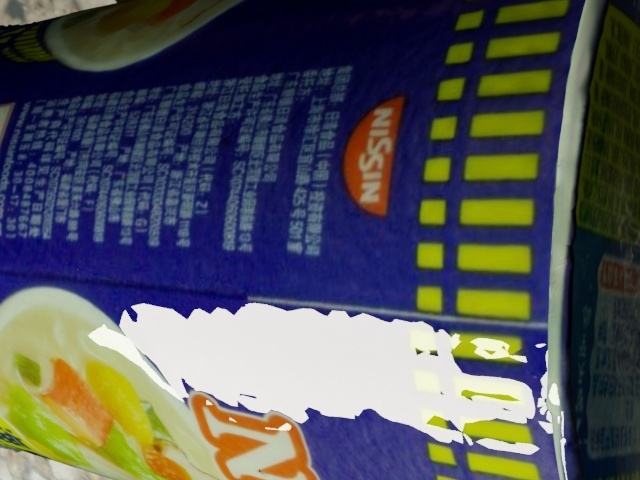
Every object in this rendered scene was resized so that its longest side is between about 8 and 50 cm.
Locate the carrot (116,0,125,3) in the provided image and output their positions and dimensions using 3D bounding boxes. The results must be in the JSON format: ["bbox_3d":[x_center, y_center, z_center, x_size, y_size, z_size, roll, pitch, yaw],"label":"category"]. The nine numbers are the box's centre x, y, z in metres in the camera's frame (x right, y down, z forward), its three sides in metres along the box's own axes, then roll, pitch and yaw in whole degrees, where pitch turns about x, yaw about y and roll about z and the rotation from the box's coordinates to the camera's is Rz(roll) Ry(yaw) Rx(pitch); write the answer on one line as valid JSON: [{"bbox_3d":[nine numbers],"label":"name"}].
[{"bbox_3d":[0.032,-0.195,0.567,0.314,0.066,0.066,-34,85,19],"label":"carrot"}]

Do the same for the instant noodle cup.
[{"bbox_3d":[0.000,0.000,0.514,0.312,0.284,0.284,2,99,30],"label":"instant noodle cup"}]
